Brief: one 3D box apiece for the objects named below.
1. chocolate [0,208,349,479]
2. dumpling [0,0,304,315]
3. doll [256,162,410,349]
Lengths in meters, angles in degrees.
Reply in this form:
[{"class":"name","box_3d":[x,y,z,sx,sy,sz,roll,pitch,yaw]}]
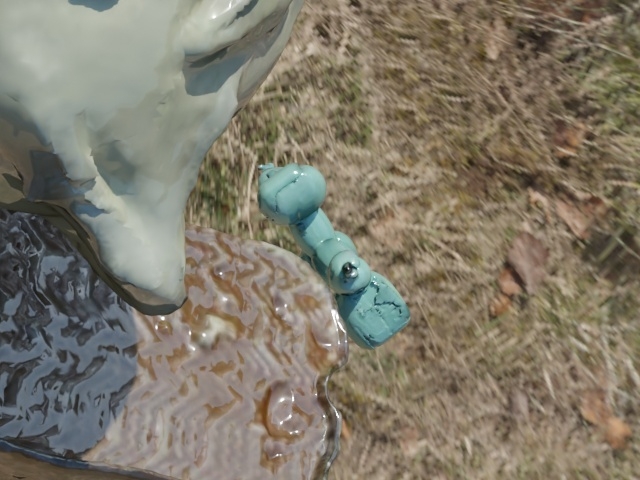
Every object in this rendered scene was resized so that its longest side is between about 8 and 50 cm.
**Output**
[{"class":"chocolate","box_3d":[-0.099,0.060,0.649,0.214,0.148,0.093,20,145,-24]},{"class":"dumpling","box_3d":[-0.110,-0.140,0.470,0.187,0.243,0.318,-5,111,-35]},{"class":"doll","box_3d":[0.000,0.000,1.130,0.059,0.159,0.158,-35,138,-5]}]
